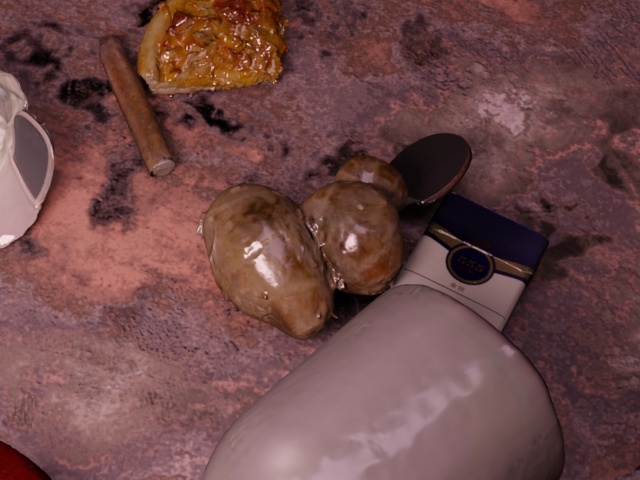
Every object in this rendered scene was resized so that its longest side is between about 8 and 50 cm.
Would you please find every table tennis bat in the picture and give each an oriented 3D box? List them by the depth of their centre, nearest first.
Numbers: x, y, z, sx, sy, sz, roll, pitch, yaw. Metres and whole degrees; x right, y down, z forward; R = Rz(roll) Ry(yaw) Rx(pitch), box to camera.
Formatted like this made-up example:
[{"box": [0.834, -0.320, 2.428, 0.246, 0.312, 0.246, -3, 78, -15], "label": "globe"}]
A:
[{"box": [0.131, -0.080, 2.029, 0.220, 0.019, 0.130, -45, 40, -18], "label": "table tennis bat"}]

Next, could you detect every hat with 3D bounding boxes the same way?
[{"box": [-0.496, -0.116, 1.933, 0.232, 0.161, 0.275, -20, 85, -16], "label": "hat"}]

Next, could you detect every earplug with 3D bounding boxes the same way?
[{"box": [0.052, 0.281, 1.630, 0.394, 0.312, 0.312, -38, 68, -26], "label": "earplug"}]

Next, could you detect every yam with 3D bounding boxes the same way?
[{"box": [-0.279, -0.205, 2.074, 0.046, 0.046, 0.264, -16, 59, -17], "label": "yam"}]

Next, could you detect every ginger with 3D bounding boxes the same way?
[{"box": [0.000, 0.000, 1.901, 0.304, 0.155, 0.244, -19, 56, -17], "label": "ginger"}]

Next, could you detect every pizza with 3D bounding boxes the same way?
[{"box": [-0.141, -0.327, 2.154, 0.226, 0.086, 0.335, 34, 57, 16], "label": "pizza"}]

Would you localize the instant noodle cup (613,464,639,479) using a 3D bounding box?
[{"box": [0.499, 0.317, 1.735, 0.217, 0.217, 0.207, 38, 53, 17], "label": "instant noodle cup"}]

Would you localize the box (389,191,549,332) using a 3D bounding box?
[{"box": [0.195, 0.066, 1.937, 0.168, 0.071, 0.259, 26, 57, 10], "label": "box"}]

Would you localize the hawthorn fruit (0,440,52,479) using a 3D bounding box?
[{"box": [-0.408, 0.332, 1.538, 0.265, 0.307, 0.265, 4, 62, -8], "label": "hawthorn fruit"}]
